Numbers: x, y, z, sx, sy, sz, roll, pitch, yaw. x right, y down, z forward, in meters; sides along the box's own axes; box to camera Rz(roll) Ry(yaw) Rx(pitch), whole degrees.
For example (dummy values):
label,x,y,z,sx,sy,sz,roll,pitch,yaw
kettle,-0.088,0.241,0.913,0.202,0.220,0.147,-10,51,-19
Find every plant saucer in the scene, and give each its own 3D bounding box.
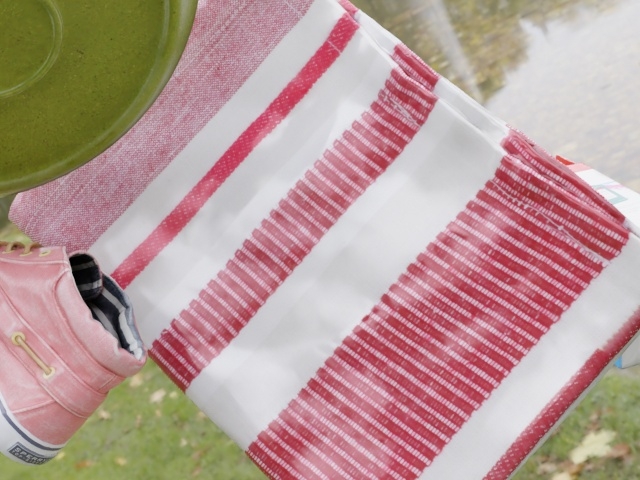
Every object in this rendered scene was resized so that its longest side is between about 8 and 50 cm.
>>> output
label,x,y,z,sx,sy,sz,roll,pitch,yaw
plant saucer,-0.160,-0.103,0.469,0.241,0.241,0.037,-31,53,-8

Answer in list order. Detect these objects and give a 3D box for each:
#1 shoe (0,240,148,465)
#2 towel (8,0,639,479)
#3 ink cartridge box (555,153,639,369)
label,x,y,z,sx,sy,sz,roll,pitch,yaw
shoe,-0.153,0.025,0.516,0.081,0.063,0.178,-41,55,6
towel,0.000,0.000,0.562,0.237,0.329,0.037,-49,-17,2
ink cartridge box,0.264,0.011,0.977,0.078,0.134,0.231,-14,24,-12
